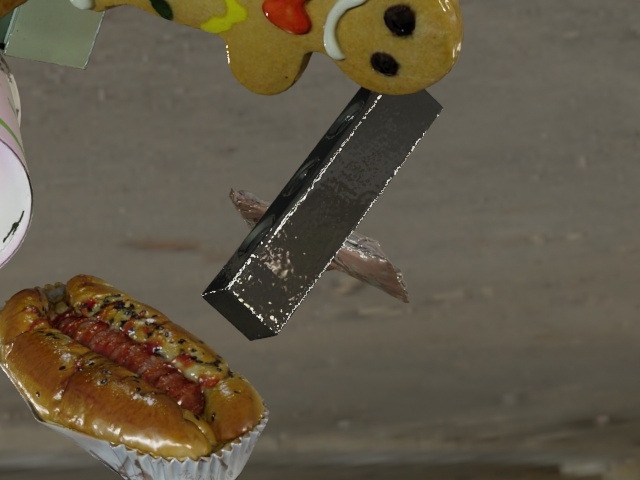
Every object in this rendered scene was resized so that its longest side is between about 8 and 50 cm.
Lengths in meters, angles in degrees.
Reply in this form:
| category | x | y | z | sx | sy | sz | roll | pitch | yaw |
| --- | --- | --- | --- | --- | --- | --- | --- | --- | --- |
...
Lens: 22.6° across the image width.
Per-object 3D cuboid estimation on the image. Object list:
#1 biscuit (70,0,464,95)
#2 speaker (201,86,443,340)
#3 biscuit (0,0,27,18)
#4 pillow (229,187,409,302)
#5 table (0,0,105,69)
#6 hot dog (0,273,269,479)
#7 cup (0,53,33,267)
| category | x | y | z | sx | sy | sz | roll | pitch | yaw |
| --- | --- | --- | --- | --- | --- | --- | --- | --- | --- |
| biscuit | -0.035 | -0.148 | 0.885 | 0.240 | 0.035 | 0.158 | 23 | 133 | 9 |
| speaker | 0.004 | -0.025 | 0.982 | 0.046 | 0.191 | 0.040 | 43 | 155 | -14 |
| biscuit | -0.337 | -0.312 | 1.378 | 0.359 | 0.074 | 0.381 | 20 | 121 | -43 |
| pillow | 0.000 | 0.000 | 1.994 | 0.248 | 0.049 | 0.135 | 22 | 166 | 25 |
| table | -0.296 | -0.325 | 1.761 | 0.111 | 0.240 | 0.122 | 31 | -165 | 35 |
| hot dog | -0.151 | 0.103 | 1.196 | 0.144 | 0.075 | 0.268 | -17 | -144 | -40 |
| cup | -0.415 | -0.085 | 1.679 | 0.253 | 0.253 | 0.274 | -2 | -154 | -22 |
